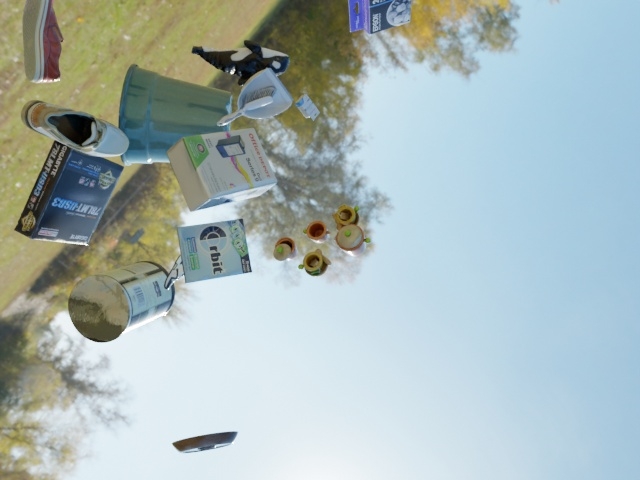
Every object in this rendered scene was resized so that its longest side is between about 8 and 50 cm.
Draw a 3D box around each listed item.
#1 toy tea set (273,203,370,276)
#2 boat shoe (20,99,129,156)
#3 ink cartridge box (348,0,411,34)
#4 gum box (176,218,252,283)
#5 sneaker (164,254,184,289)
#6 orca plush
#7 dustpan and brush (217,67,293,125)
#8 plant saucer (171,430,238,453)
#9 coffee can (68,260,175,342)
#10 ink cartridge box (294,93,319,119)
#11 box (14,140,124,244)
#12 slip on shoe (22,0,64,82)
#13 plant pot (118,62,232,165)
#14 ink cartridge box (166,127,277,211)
[{"bbox_3d":[0.000,0.000,1.834,0.336,0.124,0.200,-28,-119,4],"label":"toy tea set"},{"bbox_3d":[-0.634,-0.286,1.469,0.103,0.302,0.113,21,-84,32],"label":"boat shoe"},{"bbox_3d":[0.196,-0.771,1.787,0.208,0.045,0.206,-18,158,0],"label":"ink cartridge box"},{"bbox_3d":[-0.296,0.029,1.524,0.184,0.157,0.041,-9,175,-18],"label":"gum box"},{"bbox_3d":[-0.408,0.094,1.557,0.109,0.044,0.040,-63,-161,-19],"label":"sneaker"},{"bbox_3d":[-0.240,-0.518,1.624,0.151,0.287,0.102,150,-54,-65],"label":"orca plush"},{"bbox_3d":[-0.197,-0.375,1.515,0.211,0.147,0.060,-17,-123,20],"label":"dustpan and brush"},{"bbox_3d":[-0.291,0.515,1.387,0.168,0.168,0.029,-32,-122,41],"label":"plant saucer"},{"bbox_3d":[-0.606,0.181,1.692,0.201,0.201,0.275,-43,176,13],"label":"coffee can"},{"bbox_3d":[-0.046,-0.461,1.900,0.028,0.083,0.048,-3,-135,51],"label":"ink cartridge box"},{"bbox_3d":[-0.763,-0.137,1.684,0.295,0.073,0.293,30,83,-80],"label":"box"},{"bbox_3d":[-0.888,-0.672,1.763,0.123,0.331,0.101,7,-173,37],"label":"slip on shoe"},{"bbox_3d":[-0.480,-0.405,1.870,0.341,0.334,0.341,-174,-90,-81],"label":"plant pot"},{"bbox_3d":[-0.228,-0.170,1.287,0.093,0.154,0.212,-26,175,43],"label":"ink cartridge box"}]
